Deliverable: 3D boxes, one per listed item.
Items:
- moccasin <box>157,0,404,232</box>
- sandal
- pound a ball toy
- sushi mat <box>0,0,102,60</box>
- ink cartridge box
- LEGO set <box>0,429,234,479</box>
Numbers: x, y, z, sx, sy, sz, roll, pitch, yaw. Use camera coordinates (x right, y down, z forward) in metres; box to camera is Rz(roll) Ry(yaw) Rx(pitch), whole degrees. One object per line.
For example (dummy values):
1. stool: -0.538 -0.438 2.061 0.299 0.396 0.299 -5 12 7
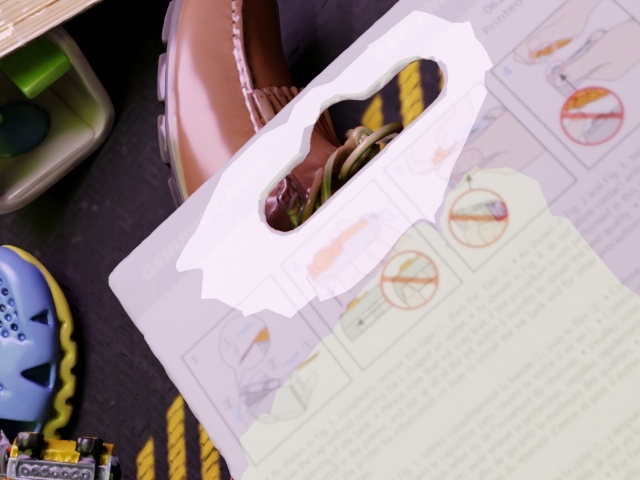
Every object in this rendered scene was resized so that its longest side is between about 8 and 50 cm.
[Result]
1. moccasin: -0.001 -0.001 0.643 0.147 0.139 0.380 -19 69 14
2. sandal: -0.281 0.154 0.802 0.126 0.138 0.317 18 91 36
3. pound a ball toy: -0.337 -0.135 0.866 0.208 0.136 0.319 -42 59 -14
4. sushi mat: -0.183 -0.215 0.779 0.316 0.019 0.151 -31 61 -5
5. ink cartridge box: 0.115 0.066 0.528 0.308 0.091 0.385 -42 65 7
6. LEGO set: -0.138 0.284 0.696 0.255 0.192 0.331 -4 82 3
